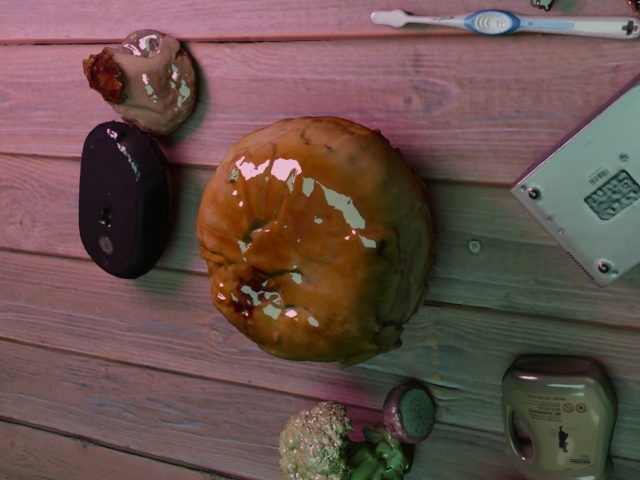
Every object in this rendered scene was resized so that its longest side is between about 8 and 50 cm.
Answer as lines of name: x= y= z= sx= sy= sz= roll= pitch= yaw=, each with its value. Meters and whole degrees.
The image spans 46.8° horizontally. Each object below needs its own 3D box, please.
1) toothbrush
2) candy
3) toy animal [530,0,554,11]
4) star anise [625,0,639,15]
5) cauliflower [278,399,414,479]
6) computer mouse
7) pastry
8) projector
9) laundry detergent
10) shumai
toothbrush: x=0.256 y=-0.311 z=1.057 sx=0.386 sy=0.040 sz=0.040 roll=9 pitch=112 yaw=22
candy: x=0.154 y=0.301 z=1.286 sx=0.043 sy=0.103 sz=0.103 roll=-21 pitch=99 yaw=50
toy animal: x=0.278 y=-0.444 z=0.950 sx=0.197 sy=0.160 sz=0.272 roll=-30 pitch=101 yaw=28
star anise: x=0.454 y=-0.350 z=0.873 sx=0.227 sy=0.219 sz=0.148 roll=-35 pitch=54 yaw=36
cauliflower: x=0.059 y=0.412 z=1.321 sx=0.250 sy=0.275 sz=0.272 roll=-21 pitch=80 yaw=-3
computer mouse: x=-0.361 y=-0.075 z=1.379 sx=0.183 sy=0.116 sz=0.323 roll=25 pitch=124 yaw=15
pastry: x=0.000 y=0.000 z=1.168 sx=0.410 sy=0.245 sz=0.409 roll=10 pitch=113 yaw=25
projector: x=0.422 y=-0.082 z=1.020 sx=0.198 sy=0.108 sz=0.250 roll=48 pitch=120 yaw=2
laundry detergent: x=0.385 y=0.316 z=1.190 sx=0.181 sy=0.091 sz=0.253 roll=-1 pitch=108 yaw=26
shumai: x=-0.322 y=-0.275 z=1.295 sx=0.201 sy=0.120 sz=0.201 roll=8 pitch=109 yaw=25
